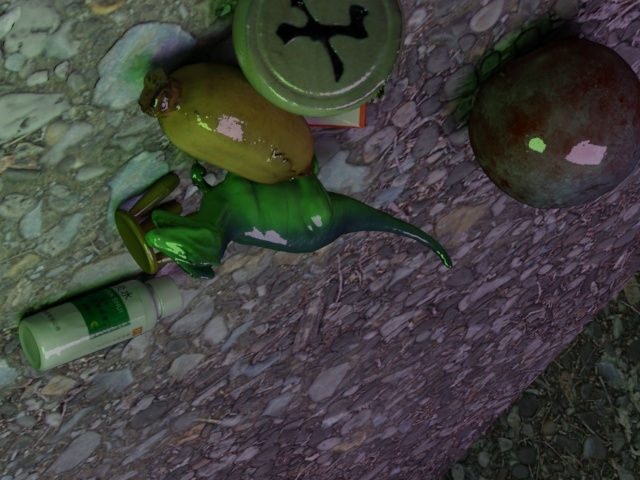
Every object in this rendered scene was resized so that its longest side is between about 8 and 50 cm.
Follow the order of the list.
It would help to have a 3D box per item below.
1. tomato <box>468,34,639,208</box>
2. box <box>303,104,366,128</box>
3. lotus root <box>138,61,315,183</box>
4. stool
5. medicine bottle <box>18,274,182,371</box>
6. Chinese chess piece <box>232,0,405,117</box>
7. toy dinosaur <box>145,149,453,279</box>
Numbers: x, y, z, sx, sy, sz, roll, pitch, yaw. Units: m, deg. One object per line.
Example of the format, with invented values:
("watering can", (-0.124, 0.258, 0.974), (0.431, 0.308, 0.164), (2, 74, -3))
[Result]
("tomato", (0.419, -0.207, 2.371), (0.317, 0.282, 0.316), (-21, 160, -8))
("box", (0.004, -0.248, 1.924), (0.133, 0.099, 0.182), (-1, 150, 1))
("lotus root", (-0.121, -0.168, 1.862), (0.146, 0.130, 0.303), (-21, 147, 40))
("stool", (-0.238, -0.021, 2.035), (0.110, 0.135, 0.134), (-30, -161, -21))
("medicine bottle", (-0.350, 0.127, 2.167), (0.260, 0.095, 0.095), (-19, 150, -31))
("Chinese chess piece", (0.002, -0.276, 1.768), (0.238, 0.237, 0.092), (-35, -167, -2))
("toy dinosaur", (0.000, 0.000, 2.017), (0.144, 0.500, 0.374), (-50, -163, 36))
